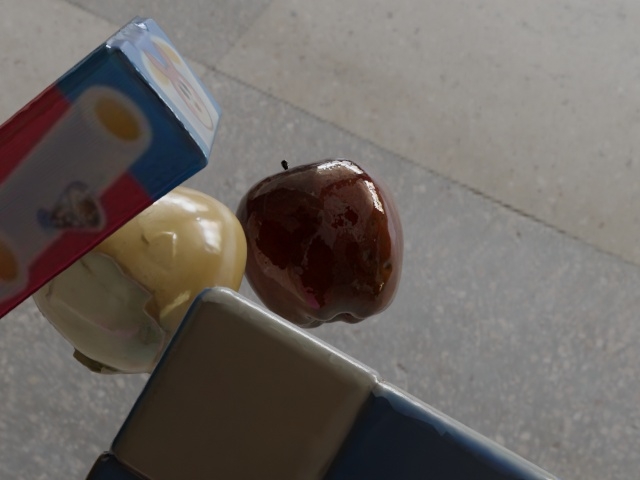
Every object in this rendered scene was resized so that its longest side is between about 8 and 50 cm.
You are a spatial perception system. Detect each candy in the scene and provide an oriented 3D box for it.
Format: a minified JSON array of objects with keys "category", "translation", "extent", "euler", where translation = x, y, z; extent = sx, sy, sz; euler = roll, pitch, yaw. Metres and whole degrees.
[{"category":"candy","translation":[-0.212,-0.016,0.706],"extent":[0.306,0.100,0.157],"euler":[-38,15,10]}]

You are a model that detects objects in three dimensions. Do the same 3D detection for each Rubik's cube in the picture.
[{"category":"Rubik's cube","translation":[0.013,0.269,0.701],"extent":[0.347,0.344,0.346],"euler":[28,84,8]}]

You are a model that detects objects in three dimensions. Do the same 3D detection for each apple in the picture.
[{"category":"apple","translation":[-0.002,0.000,1.341],"extent":[0.234,0.234,0.234],"euler":[-2,57,3]}]

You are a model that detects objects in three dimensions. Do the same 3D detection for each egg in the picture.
[{"category":"egg","translation":[-0.193,0.036,1.150],"extent":[0.244,0.201,0.201],"euler":[-31,59,-24]}]
